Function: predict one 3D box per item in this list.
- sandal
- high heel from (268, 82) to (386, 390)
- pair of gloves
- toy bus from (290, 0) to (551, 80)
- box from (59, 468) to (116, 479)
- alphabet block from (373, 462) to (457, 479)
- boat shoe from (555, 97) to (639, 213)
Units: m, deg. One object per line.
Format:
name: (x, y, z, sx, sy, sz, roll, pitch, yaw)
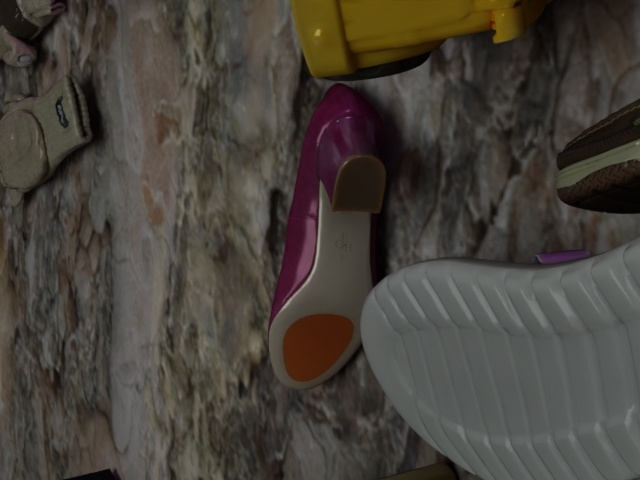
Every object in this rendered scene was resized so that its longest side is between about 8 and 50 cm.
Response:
sandal: (0.173, 0.069, 0.827, 0.416, 0.102, 0.169, -12, 101, 59)
high heel: (0.000, 0.000, 1.054, 0.117, 0.082, 0.244, -102, 17, -53)
pair of gloves: (-0.318, -0.174, 1.412, 0.204, 0.042, 0.240, -32, 73, 43)
toy bus: (0.098, -0.195, 0.837, 0.211, 0.220, 0.150, -4, 108, 20)
box: (-0.258, 0.391, 1.366, 0.184, 0.103, 0.261, 52, 131, 28)
alphabet block: (-0.004, 0.289, 0.983, 0.192, 0.197, 0.193, -25, 76, 47)
boat shoe: (0.242, -0.084, 0.743, 0.257, 0.095, 0.095, -17, 68, 43)
